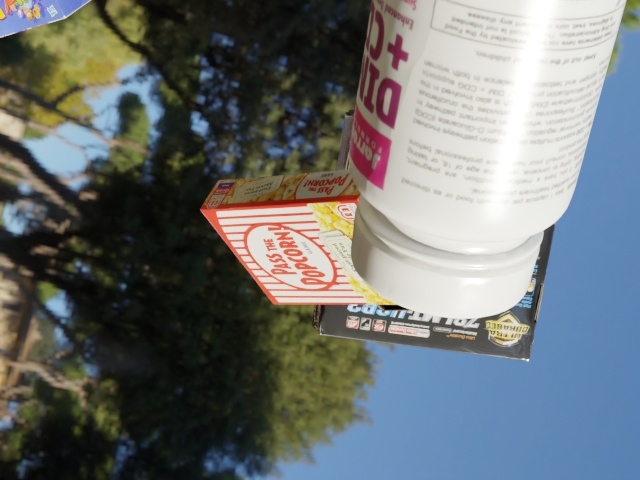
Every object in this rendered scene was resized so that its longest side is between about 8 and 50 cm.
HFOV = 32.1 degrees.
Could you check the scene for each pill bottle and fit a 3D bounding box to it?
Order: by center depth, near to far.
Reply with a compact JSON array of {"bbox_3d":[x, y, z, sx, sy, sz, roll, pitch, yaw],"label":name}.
[{"bbox_3d":[0.105,-0.099,0.749,0.160,0.160,0.283,-110,-156,-56],"label":"pill bottle"}]

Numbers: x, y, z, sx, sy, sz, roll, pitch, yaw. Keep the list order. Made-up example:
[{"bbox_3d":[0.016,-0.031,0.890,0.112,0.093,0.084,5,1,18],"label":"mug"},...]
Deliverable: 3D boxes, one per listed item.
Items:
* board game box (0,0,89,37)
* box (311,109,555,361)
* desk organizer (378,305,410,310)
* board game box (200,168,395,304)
[{"bbox_3d":[-0.373,-0.392,1.587,0.233,0.078,0.347,-8,-151,30],"label":"board game box"},{"bbox_3d":[0.156,-0.005,1.461,0.073,0.295,0.293,-134,-128,-78],"label":"box"},{"bbox_3d":[0.062,0.026,1.252,0.047,0.130,0.050,-4,-127,41],"label":"desk organizer"},{"bbox_3d":[0.000,0.000,1.073,0.193,0.147,0.045,-3,-134,39],"label":"board game box"}]
